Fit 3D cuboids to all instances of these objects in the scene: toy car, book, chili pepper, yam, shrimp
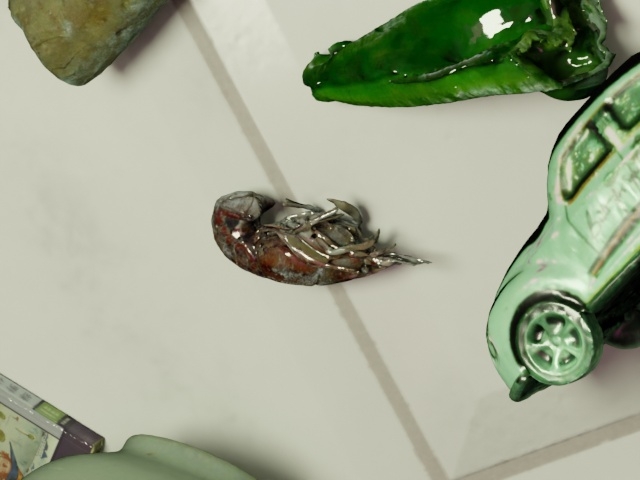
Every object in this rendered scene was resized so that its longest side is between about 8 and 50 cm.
[{"bbox_3d":[0.200,-0.031,0.895,0.125,0.136,0.306,50,120,16],"label":"toy car"},{"bbox_3d":[-0.303,0.169,1.222,0.231,0.026,0.157,30,116,11],"label":"book"},{"bbox_3d":[0.083,-0.124,0.945,0.216,0.108,0.062,-4,140,31],"label":"chili pepper"},{"bbox_3d":[-0.113,-0.218,0.978,0.093,0.093,0.259,46,118,2],"label":"yam"},{"bbox_3d":[0.000,0.000,1.026,0.165,0.056,0.065,2,102,18],"label":"shrimp"}]

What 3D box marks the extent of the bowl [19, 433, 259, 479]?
[{"bbox_3d":[-0.111,0.234,1.076,0.289,0.146,0.289,22,156,10],"label":"bowl"}]
